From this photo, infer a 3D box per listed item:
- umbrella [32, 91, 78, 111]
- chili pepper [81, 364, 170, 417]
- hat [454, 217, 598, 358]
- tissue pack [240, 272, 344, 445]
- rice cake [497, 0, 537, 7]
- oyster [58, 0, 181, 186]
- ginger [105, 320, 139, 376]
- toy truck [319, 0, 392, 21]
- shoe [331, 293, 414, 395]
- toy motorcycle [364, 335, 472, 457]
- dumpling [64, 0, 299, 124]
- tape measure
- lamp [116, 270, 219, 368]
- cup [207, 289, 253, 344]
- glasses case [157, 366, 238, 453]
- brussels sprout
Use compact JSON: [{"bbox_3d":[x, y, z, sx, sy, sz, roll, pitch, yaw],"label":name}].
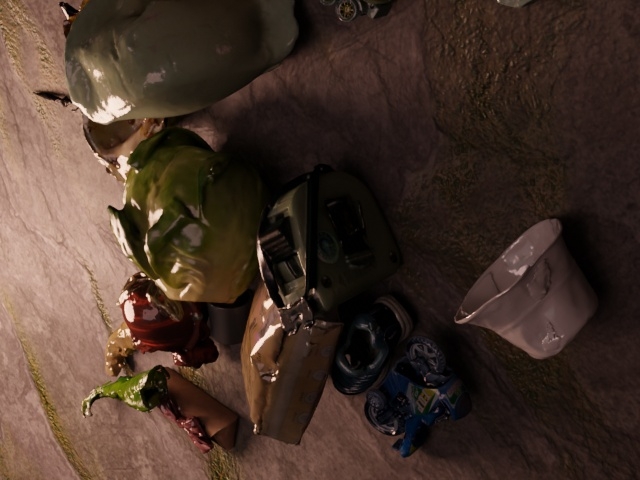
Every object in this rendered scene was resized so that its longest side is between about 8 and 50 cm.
[{"bbox_3d":[-0.481,-0.259,2.330,0.149,0.022,0.022,25,161,42],"label":"umbrella"},{"bbox_3d":[-0.357,0.286,2.363,0.359,0.076,0.085,-22,53,62],"label":"chili pepper"},{"bbox_3d":[0.287,0.078,1.693,0.126,0.203,0.203,44,135,-6],"label":"hat"},{"bbox_3d":[-0.056,0.159,2.002,0.215,0.123,0.257,-101,25,-53],"label":"tissue pack"},{"bbox_3d":[0.345,-0.359,1.503,0.336,0.066,0.063,-20,94,46],"label":"rice cake"},{"bbox_3d":[-0.297,-0.262,2.109,0.221,0.096,0.361,-2,105,34],"label":"oyster"},{"bbox_3d":[-0.365,0.193,2.403,0.069,0.051,0.173,59,140,13],"label":"ginger"},{"bbox_3d":[0.031,-0.394,1.759,0.191,0.085,0.116,45,123,14],"label":"toy truck"},{"bbox_3d":[0.061,0.171,1.965,0.091,0.106,0.207,47,138,18],"label":"shoe"},{"bbox_3d":[0.150,0.244,1.930,0.135,0.092,0.254,40,140,10],"label":"toy motorcycle"},{"bbox_3d":[-0.220,-0.290,1.931,0.270,0.320,0.212,57,154,37],"label":"dumpling"},{"bbox_3d":[0.000,0.000,1.851,0.115,0.235,0.207,-23,92,43],"label":"tape measure"},{"bbox_3d":[-0.277,0.129,2.216,0.215,0.151,0.223,24,120,44],"label":"lamp"},{"bbox_3d":[-0.140,0.128,2.157,0.100,0.078,0.077,3,119,9],"label":"cup"},{"bbox_3d":[-0.244,0.326,2.332,0.193,0.070,0.102,31,128,29],"label":"glasses case"},{"bbox_3d":[-0.201,-0.037,2.029,0.259,0.227,0.294,-1,99,47],"label":"brussels sprout"}]
